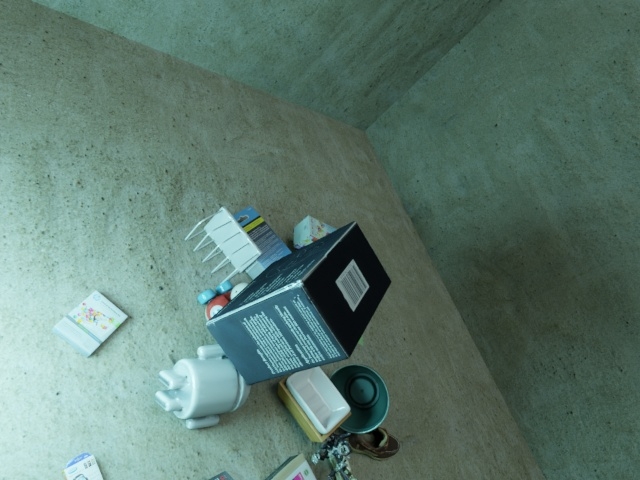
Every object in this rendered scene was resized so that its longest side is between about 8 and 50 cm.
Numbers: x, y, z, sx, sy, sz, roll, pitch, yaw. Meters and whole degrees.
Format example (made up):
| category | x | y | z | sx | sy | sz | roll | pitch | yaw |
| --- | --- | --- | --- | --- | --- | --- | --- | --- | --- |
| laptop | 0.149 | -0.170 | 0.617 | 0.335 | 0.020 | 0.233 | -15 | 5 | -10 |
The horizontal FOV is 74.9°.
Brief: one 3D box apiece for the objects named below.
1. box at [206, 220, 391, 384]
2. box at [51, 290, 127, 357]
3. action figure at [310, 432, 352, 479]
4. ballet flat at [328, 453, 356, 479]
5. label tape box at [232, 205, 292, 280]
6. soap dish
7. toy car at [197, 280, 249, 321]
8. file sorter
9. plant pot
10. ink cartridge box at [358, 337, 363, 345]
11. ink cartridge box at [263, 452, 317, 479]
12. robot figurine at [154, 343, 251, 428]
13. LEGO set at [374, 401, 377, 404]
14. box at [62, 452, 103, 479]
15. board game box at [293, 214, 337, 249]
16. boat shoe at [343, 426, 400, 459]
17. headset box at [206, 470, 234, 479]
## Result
| category | x | y | z | sx | sy | sz | roll | pitch | yaw |
| --- | --- | --- | --- | --- | --- | --- | --- | --- | --- |
| box | -0.063 | 0.221 | 1.524 | 0.297 | 0.471 | 0.480 | 59 | 35 | -10 |
| box | -0.776 | 0.280 | 1.419 | 0.145 | 0.038 | 0.186 | 45 | 34 | -10 |
| action figure | 0.059 | 0.869 | 1.668 | 0.141 | 0.164 | 0.276 | 47 | 17 | -42 |
| ballet flat | 0.106 | 0.987 | 1.745 | 0.086 | 0.086 | 0.249 | -3 | 61 | -50 |
| label tape box | -0.329 | 0.021 | 2.103 | 0.348 | 0.115 | 0.249 | 48 | 34 | -1 |
| soap dish | -0.032 | 0.688 | 1.792 | 0.291 | 0.118 | 0.229 | 50 | 33 | 16 |
| toy car | -0.350 | 0.254 | 1.753 | 0.219 | 0.238 | 0.210 | 55 | 35 | 6 |
| file sorter | -0.447 | 0.028 | 1.894 | 0.278 | 0.193 | 0.173 | 51 | 38 | 0 |
| plant pot | 0.182 | 0.713 | 1.943 | 0.293 | 0.293 | 0.196 | 62 | 9 | 15 |
| ink cartridge box | 0.192 | 0.451 | 2.357 | 0.171 | 0.056 | 0.235 | 31 | 37 | -28 |
| ink cartridge box | -0.092 | 0.952 | 1.546 | 0.193 | 0.088 | 0.235 | -17 | 72 | -52 |
| robot figurine | -0.396 | 0.517 | 1.493 | 0.353 | 0.199 | 0.300 | 12 | 90 | -43 |
| LEGO set | 0.233 | 0.775 | 2.079 | 0.227 | 0.093 | 0.087 | 41 | -12 | 33 |
| box | -0.670 | 0.681 | 1.187 | 0.081 | 0.028 | 0.136 | -12 | 66 | -53 |
| board game box | 0.000 | 0.000 | 2.329 | 0.275 | 0.142 | 0.144 | 25 | 43 | -31 |
| boat shoe | 0.266 | 0.932 | 1.939 | 0.342 | 0.123 | 0.123 | 28 | 41 | -30 |
| headset box | -0.326 | 0.848 | 1.257 | 0.218 | 0.110 | 0.293 | 21 | 14 | 39 |
